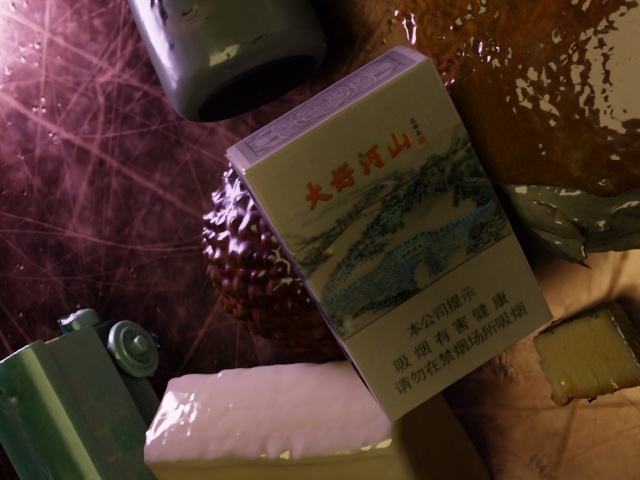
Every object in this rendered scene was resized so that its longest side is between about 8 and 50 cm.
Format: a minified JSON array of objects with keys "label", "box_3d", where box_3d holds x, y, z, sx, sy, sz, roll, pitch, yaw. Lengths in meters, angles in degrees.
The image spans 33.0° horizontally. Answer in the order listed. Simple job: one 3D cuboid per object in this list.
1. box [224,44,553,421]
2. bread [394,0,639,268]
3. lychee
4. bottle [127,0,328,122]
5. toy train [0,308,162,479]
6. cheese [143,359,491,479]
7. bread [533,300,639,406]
[{"label":"box","box_3d":[0.060,-0.002,0.858,0.164,0.069,0.256,-32,116,-5]},{"label":"bread","box_3d":[0.225,-0.125,0.884,0.250,0.225,0.279,-22,81,32]},{"label":"lychee","box_3d":[0.000,0.000,1.019,0.271,0.236,0.236,-27,87,47]},{"label":"bottle","box_3d":[-0.128,-0.301,1.063,0.168,0.168,0.347,-27,82,26]},{"label":"toy train","box_3d":[-0.230,0.219,1.175,0.120,0.202,0.301,-32,85,31]},{"label":"cheese","box_3d":[0.003,0.225,1.049,0.265,0.242,0.124,-8,51,26]},{"label":"bread","box_3d":[0.242,0.108,0.998,0.109,0.080,0.084,-28,84,24]}]
